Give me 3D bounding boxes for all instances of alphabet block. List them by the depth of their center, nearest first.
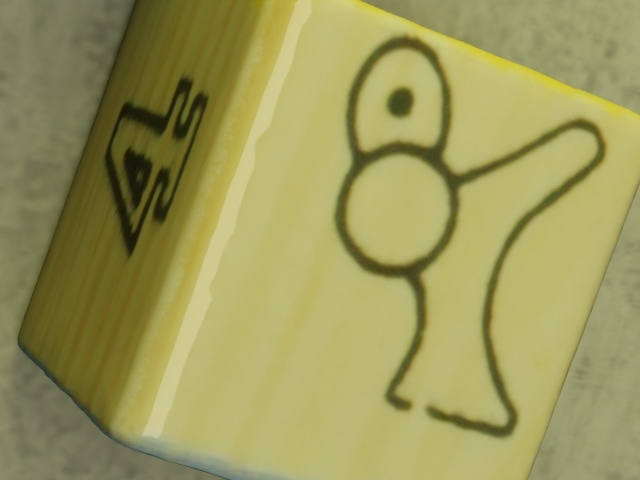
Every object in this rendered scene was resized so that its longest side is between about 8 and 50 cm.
[{"bbox_3d":[0.000,0.000,0.878,0.192,0.193,0.197,20,92,-25],"label":"alphabet block"}]
